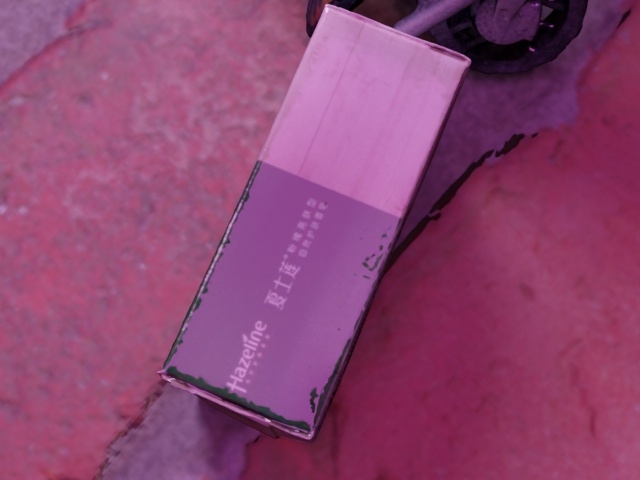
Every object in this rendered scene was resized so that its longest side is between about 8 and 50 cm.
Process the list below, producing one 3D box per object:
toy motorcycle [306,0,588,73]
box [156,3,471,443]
[{"bbox_3d":[0.088,-0.215,0.550,0.173,0.307,0.108,12,42,-6],"label":"toy motorcycle"},{"bbox_3d":[0.000,0.000,0.574,0.081,0.135,0.199,24,79,4],"label":"box"}]
